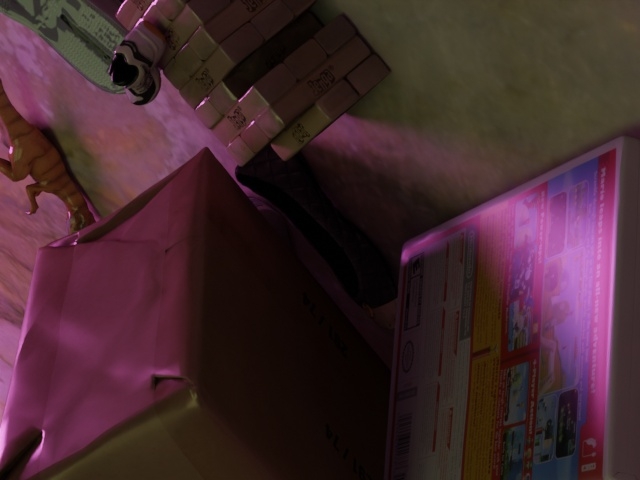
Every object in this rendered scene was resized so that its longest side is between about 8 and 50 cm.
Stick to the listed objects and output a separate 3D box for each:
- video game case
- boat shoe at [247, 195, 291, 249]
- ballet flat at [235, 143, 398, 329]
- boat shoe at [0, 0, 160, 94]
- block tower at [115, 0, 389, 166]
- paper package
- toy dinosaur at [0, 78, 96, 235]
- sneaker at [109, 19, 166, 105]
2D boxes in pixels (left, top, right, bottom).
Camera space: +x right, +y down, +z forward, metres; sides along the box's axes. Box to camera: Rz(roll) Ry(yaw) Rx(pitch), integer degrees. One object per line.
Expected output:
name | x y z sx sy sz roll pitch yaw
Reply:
video game case | 0.117 0.068 1.192 0.025 0.204 0.285 12 162 -22
boat shoe | -0.062 0.048 1.534 0.081 0.079 0.227 34 144 39
ballet flat | 0.000 0.000 1.399 0.173 0.049 0.057 51 154 -5
boat shoe | -0.201 -0.197 1.407 0.226 0.076 0.083 48 121 2
block tower | -0.105 -0.202 1.251 0.335 0.091 0.097 49 152 -2
paper package | -0.058 0.154 1.351 0.168 0.309 0.325 -31 119 18
toy dinosaur | -0.264 -0.088 1.678 0.112 0.064 0.211 -1 137 34
sneaker | -0.126 -0.112 1.257 0.032 0.037 0.083 39 153 14
